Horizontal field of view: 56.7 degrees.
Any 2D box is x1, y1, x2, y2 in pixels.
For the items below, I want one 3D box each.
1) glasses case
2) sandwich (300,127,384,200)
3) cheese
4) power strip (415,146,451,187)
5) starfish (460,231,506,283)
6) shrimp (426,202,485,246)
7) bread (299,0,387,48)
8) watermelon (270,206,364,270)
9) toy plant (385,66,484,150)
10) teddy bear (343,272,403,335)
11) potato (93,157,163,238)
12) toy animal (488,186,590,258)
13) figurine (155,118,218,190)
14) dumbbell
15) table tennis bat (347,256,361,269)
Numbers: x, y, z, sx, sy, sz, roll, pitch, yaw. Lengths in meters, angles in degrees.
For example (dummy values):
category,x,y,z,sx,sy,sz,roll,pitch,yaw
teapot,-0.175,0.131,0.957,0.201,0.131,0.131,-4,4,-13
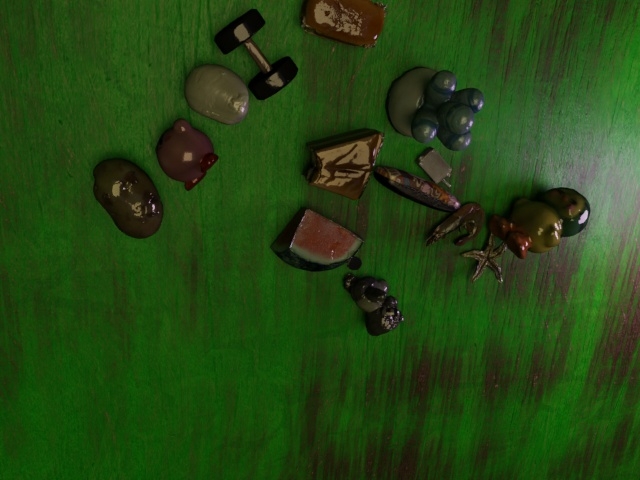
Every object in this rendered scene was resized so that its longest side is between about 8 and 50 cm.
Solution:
category,x,y,z,sx,sy,sz,roll,pitch,yaw
glasses case,0.323,-0.170,1.980,0.321,0.122,0.082,20,105,-20
sandwich,0.058,-0.269,1.856,0.198,0.155,0.227,18,104,-20
cheese,-0.294,-0.419,1.694,0.189,0.198,0.154,15,97,-14
power strip,0.396,-0.240,2.017,0.075,0.042,0.175,-44,115,4
starfish,0.598,0.063,2.175,0.176,0.053,0.208,14,94,-9
shrimp,0.484,-0.034,2.111,0.251,0.052,0.143,-30,117,-3
bread,0.065,-0.656,1.746,0.241,0.107,0.136,10,104,-18
watermelon,0.000,0.000,1.953,0.319,0.148,0.226,-7,103,-13
toy plant,0.360,-0.394,1.796,0.247,0.332,0.247,-6,111,-15
teddy bear,0.203,0.214,2.073,0.144,0.171,0.250,-32,110,-23
potato,-0.562,-0.126,1.755,0.165,0.165,0.262,-31,120,-2
toy animal,0.790,-0.059,2.111,0.338,0.216,0.191,-27,141,-8
figurine,-0.397,-0.256,1.740,0.173,0.173,0.173,-5,111,-13
dumbbell,-0.183,-0.531,1.700,0.152,0.152,0.218,-38,114,1
table tennis bat,0.106,0.076,2.076,0.083,0.007,0.050,18,104,-21
